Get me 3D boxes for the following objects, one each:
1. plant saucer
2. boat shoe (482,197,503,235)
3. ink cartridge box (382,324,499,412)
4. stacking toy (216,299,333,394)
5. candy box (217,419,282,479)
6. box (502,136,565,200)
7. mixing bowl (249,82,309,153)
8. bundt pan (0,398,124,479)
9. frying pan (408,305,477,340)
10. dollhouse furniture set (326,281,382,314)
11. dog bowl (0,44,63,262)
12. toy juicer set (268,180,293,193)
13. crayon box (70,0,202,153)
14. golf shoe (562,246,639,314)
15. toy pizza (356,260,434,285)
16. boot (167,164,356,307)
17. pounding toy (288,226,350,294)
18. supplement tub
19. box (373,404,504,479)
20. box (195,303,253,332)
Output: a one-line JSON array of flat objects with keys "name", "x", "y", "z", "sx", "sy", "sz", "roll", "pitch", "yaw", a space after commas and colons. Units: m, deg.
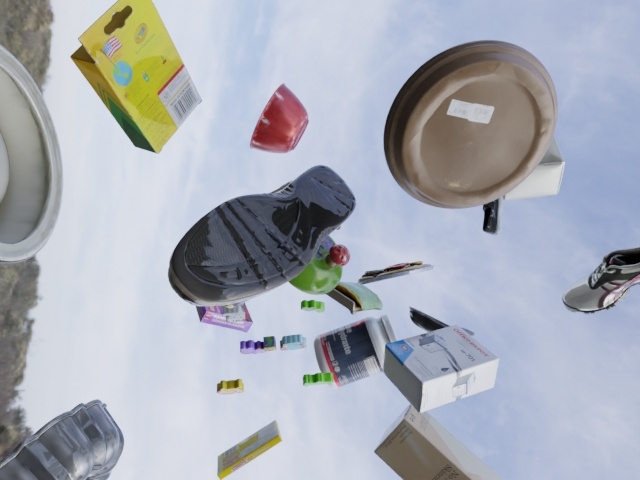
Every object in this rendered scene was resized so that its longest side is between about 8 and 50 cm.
[{"name": "plant saucer", "x": 0.238, "y": -0.164, "z": 0.738, "sx": 0.041, "sy": 0.278, "sz": 0.277, "roll": -98, "pitch": -152, "yaw": -56}, {"name": "boat shoe", "x": 0.438, "y": -0.083, "z": 1.208, "sx": 0.049, "sy": 0.040, "sz": 0.142, "roll": 128, "pitch": -31, "yaw": -68}, {"name": "ink cartridge box", "x": 0.247, "y": 0.260, "z": 0.980, "sx": 0.139, "sy": 0.191, "sz": 0.082, "roll": -139, "pitch": -137, "yaw": -57}, {"name": "stacking toy", "x": -0.091, "y": 0.207, "z": 0.924, "sx": 0.052, "sy": 0.221, "sz": 0.166, "roll": 84, "pitch": 1, "yaw": -60}, {"name": "candy box", "x": -0.213, "y": 0.622, "z": 1.407, "sx": 0.027, "sy": 0.206, "sz": 0.105, "roll": 62, "pitch": -8, "yaw": -12}, {"name": "box", "x": 0.418, "y": -0.216, "z": 0.994, "sx": 0.094, "sy": 0.113, "sz": 0.275, "roll": 69, "pitch": 21, "yaw": -48}, {"name": "mixing bowl", "x": -0.092, "y": -0.288, "z": 1.184, "sx": 0.181, "sy": 0.098, "sz": 0.181, "roll": -60, "pitch": -178, "yaw": 4}, {"name": "bundt pan", "x": -0.554, "y": 0.504, "z": 0.988, "sx": 0.124, "sy": 0.331, "sz": 0.330, "roll": 39, "pitch": -55, "yaw": 12}, {"name": "frying pan", "x": 0.338, "y": 0.241, "z": 1.322, "sx": 0.197, "sy": 0.326, "sz": 0.053, "roll": 26, "pitch": -91, "yaw": 17}, {"name": "dollhouse furniture set", "x": 0.077, "y": 0.108, "z": 1.606, "sx": 0.302, "sy": 0.198, "sz": 0.151, "roll": 31, "pitch": -72, "yaw": 32}, {"name": "dog bowl", "x": -0.649, "y": -0.156, "z": 0.861, "sx": 0.408, "sy": 0.151, "sz": 0.407, "roll": 176, "pitch": -90, "yaw": -88}, {"name": "toy juicer set", "x": -0.031, "y": -0.150, "z": 1.777, "sx": 0.209, "sy": 0.329, "sz": 0.089, "roll": 136, "pitch": -39, "yaw": -74}, {"name": "crayon box", "x": -0.406, "y": -0.378, "z": 1.052, "sx": 0.081, "sy": 0.318, "sz": 0.202, "roll": 20, "pitch": -117, "yaw": 21}, {"name": "golf shoe", "x": 0.660, "y": 0.076, "z": 1.066, "sx": 0.273, "sy": 0.120, "sz": 0.105, "roll": -39, "pitch": -156, "yaw": 44}, {"name": "toy pizza", "x": 0.188, "y": 0.079, "z": 1.197, "sx": 0.201, "sy": 0.201, "sz": 0.032, "roll": -21, "pitch": -101, "yaw": 54}, {"name": "boot", "x": -0.127, "y": 0.031, "z": 0.764, "sx": 0.138, "sy": 0.377, "sz": 0.284, "roll": 50, "pitch": -49, "yaw": -2}, {"name": "pounding toy", "x": 0.000, "y": 0.000, "z": 1.095, "sx": 0.110, "sy": 0.183, "sz": 0.236, "roll": -40, "pitch": -145, "yaw": 43}, {"name": "supplement tub", "x": 0.128, "y": 0.374, "z": 1.606, "sx": 0.191, "sy": 0.272, "sz": 0.191, "roll": -21, "pitch": 90, "yaw": -87}, {"name": "box", "x": 0.313, "y": 0.595, "z": 1.237, "sx": 0.311, "sy": 0.121, "sz": 0.148, "roll": 39, "pitch": -71, "yaw": 15}, {"name": "box", "x": -0.397, "y": 0.231, "z": 1.850, "sx": 0.057, "sy": 0.201, "sz": 0.293, "roll": -58, "pitch": -144, "yaw": 16}]
